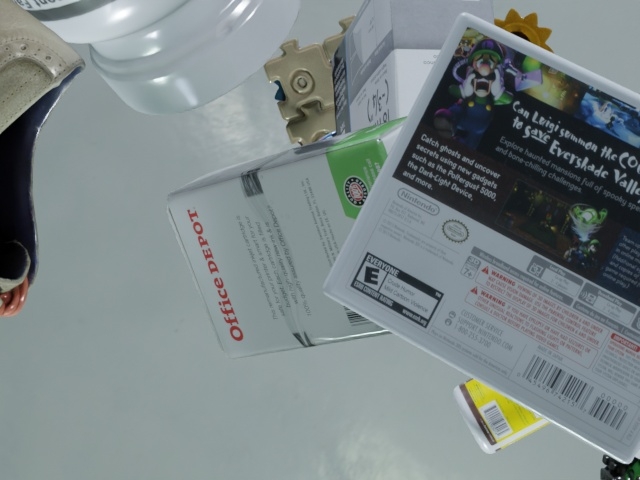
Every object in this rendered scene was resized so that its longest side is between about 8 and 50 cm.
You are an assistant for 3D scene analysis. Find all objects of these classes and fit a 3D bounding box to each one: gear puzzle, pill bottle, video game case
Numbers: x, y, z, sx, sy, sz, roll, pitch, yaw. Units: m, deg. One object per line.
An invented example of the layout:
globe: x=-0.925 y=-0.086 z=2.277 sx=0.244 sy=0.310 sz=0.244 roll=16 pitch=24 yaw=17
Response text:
gear puzzle: x=0.109 y=-0.199 z=1.354 sx=0.339 sy=0.044 sz=0.175 roll=-18 pitch=100 yaw=17
pill bottle: x=0.319 y=0.228 z=1.742 sx=0.215 sy=0.117 sz=0.117 roll=-29 pitch=93 yaw=5
video game case: x=0.120 y=-0.003 z=0.606 sx=0.190 sy=0.022 sz=0.173 roll=29 pitch=100 yaw=15
pill bottle: x=-0.171 y=-0.271 z=0.785 sx=0.210 sy=0.210 sz=0.363 roll=-20 pitch=134 yaw=19

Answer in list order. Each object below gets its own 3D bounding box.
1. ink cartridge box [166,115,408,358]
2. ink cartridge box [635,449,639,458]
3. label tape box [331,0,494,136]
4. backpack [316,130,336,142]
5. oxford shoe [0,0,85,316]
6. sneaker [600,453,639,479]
ink cartridge box: x=0.000 y=0.000 z=0.957 sx=0.219 sy=0.092 sz=0.160 roll=-12 pitch=104 yaw=34
ink cartridge box: x=0.294 y=0.045 z=1.103 sx=0.114 sy=0.197 sz=0.273 roll=27 pitch=98 yaw=-30
label tape box: x=0.092 y=-0.064 z=1.101 sx=0.106 sy=0.240 sz=0.334 roll=-1 pitch=78 yaw=-12
backpack: x=0.052 y=-0.053 z=1.321 sx=0.158 sy=0.117 sz=0.173 roll=-24 pitch=103 yaw=-7
oxford shoe: x=-0.225 y=0.029 z=0.593 sx=0.130 sy=0.123 sz=0.348 roll=26 pitch=117 yaw=2
sneaker: x=0.482 y=0.216 z=1.383 sx=0.146 sy=0.134 sz=0.343 roll=11 pitch=131 yaw=-20
